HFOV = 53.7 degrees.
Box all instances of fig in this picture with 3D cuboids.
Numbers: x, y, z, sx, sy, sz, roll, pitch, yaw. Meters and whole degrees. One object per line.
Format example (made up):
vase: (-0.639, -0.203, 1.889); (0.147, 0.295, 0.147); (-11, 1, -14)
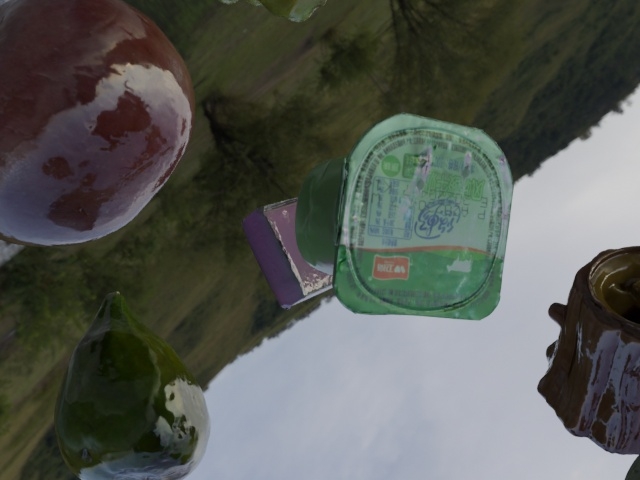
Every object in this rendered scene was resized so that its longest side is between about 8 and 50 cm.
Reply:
fig: (-0.223, 0.174, 0.698); (0.167, 0.233, 0.167); (-41, 154, -25)

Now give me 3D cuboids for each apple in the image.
apple: (-0.292, -0.135, 0.727); (0.306, 0.235, 0.305); (-21, -127, 31)

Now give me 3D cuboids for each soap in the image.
soap: (-0.001, 0.001, 1.187); (0.259, 0.181, 0.081); (-22, 173, -46)

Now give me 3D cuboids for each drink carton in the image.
drink carton: (0.053, -0.020, 0.516); (0.142, 0.146, 0.144); (-170, -93, -68)

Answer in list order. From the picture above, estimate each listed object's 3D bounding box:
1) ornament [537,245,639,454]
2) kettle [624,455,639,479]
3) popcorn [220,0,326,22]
ornament: (0.420, 0.138, 0.824); (0.221, 0.217, 0.235); (-21, -139, -16)
kettle: (0.673, 0.528, 0.943); (0.250, 0.376, 0.361); (-33, -165, 31)
popcorn: (-0.038, -0.214, 0.343); (0.142, 0.173, 0.173); (-27, -163, 48)
